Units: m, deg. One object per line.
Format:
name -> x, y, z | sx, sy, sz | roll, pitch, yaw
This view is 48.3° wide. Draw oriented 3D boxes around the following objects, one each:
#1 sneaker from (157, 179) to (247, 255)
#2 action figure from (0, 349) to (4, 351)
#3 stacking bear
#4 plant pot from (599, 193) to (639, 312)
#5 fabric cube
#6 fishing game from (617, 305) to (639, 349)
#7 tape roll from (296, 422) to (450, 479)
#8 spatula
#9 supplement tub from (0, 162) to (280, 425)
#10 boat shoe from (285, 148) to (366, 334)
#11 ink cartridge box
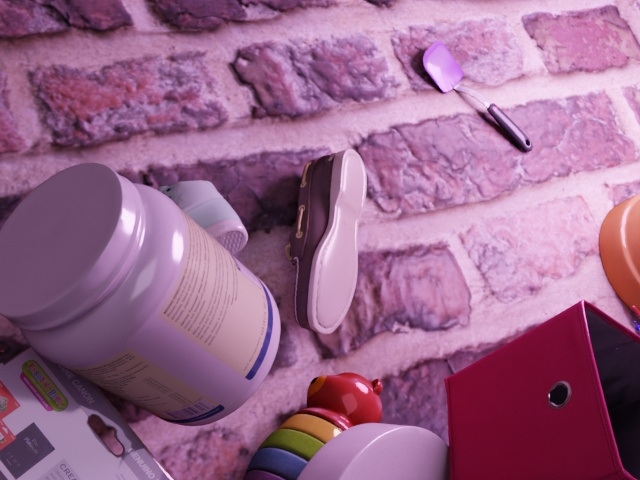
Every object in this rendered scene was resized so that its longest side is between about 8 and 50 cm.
sneaker -> -0.254, -0.003, 1.101 | 0.256, 0.094, 0.151 | -24, 52, -12
action figure -> -0.540, 0.135, 0.927 | 0.280, 0.139, 0.091 | 14, 63, 13
stacking bear -> -0.011, 0.306, 1.010 | 0.164, 0.175, 0.289 | 41, 53, -3
plant pot -> 0.725, 0.008, 1.381 | 0.291, 0.203, 0.291 | 7, 65, -16
fabric cube -> 0.348, 0.282, 0.964 | 0.259, 0.258, 0.254 | 31, 41, -23
fishing game -> 0.520, 0.251, 1.283 | 0.264, 0.041, 0.189 | -38, 84, -15
tape roll -> 0.084, 0.437, 0.923 | 0.392, 0.072, 0.392 | 9, 78, -48
spatula -> 0.324, -0.285, 1.459 | 0.296, 0.030, 0.084 | 42, 61, 1
supplement tub -> -0.222, 0.076, 0.902 | 0.325, 0.235, 0.235 | 48, 48, -47
boat shoe -> 0.000, 0.000, 1.177 | 0.116, 0.096, 0.324 | 39, 54, -49
ink cartridge box -> -0.357, 0.321, 0.883 | 0.272, 0.130, 0.309 | -37, 84, -31
